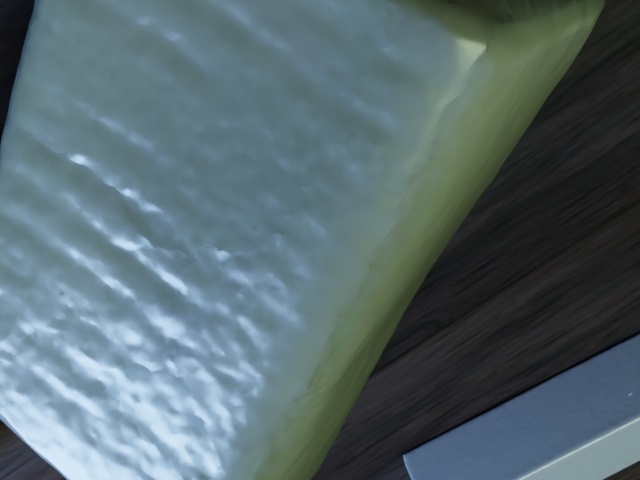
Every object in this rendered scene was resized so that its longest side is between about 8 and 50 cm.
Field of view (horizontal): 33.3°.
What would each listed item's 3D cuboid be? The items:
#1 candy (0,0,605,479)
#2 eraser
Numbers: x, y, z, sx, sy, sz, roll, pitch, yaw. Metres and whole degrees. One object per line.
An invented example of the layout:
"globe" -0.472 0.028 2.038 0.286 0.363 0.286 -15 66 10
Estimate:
"candy" -0.044 -0.017 0.520 0.145 0.208 0.359 -44 166 -54
"eraser" 0.228 0.170 0.955 0.298 0.076 0.078 -28 138 4
